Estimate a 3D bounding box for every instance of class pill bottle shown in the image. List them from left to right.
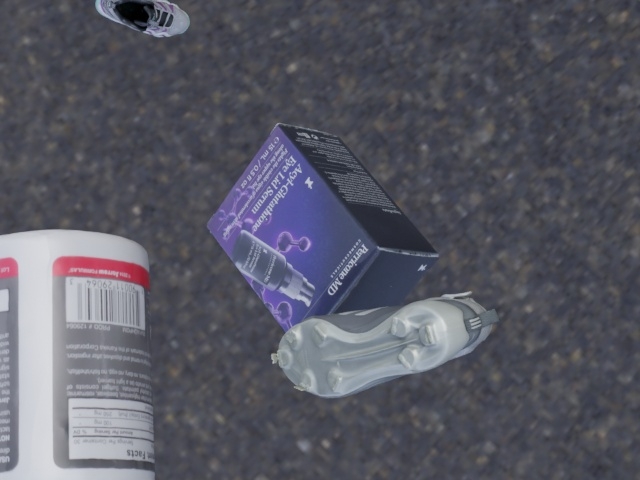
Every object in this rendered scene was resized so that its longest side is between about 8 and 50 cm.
[{"bbox_3d":[-0.240,0.162,1.345,0.176,0.176,0.318,-15,72,41],"label":"pill bottle"}]

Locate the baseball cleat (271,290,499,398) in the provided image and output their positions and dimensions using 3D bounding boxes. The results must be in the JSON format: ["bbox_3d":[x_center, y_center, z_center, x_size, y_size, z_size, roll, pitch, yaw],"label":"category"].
[{"bbox_3d":[0.058,0.087,1.216,0.206,0.109,0.072,-10,89,48],"label":"baseball cleat"}]

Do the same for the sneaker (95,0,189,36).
[{"bbox_3d":[-0.163,-0.214,1.421,0.069,0.098,0.038,34,112,57],"label":"sneaker"}]

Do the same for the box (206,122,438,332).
[{"bbox_3d":[0.000,0.000,1.584,0.153,0.108,0.207,-54,55,22],"label":"box"}]
